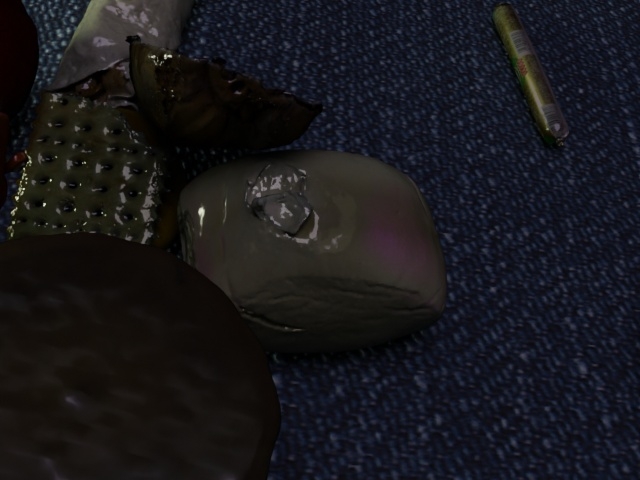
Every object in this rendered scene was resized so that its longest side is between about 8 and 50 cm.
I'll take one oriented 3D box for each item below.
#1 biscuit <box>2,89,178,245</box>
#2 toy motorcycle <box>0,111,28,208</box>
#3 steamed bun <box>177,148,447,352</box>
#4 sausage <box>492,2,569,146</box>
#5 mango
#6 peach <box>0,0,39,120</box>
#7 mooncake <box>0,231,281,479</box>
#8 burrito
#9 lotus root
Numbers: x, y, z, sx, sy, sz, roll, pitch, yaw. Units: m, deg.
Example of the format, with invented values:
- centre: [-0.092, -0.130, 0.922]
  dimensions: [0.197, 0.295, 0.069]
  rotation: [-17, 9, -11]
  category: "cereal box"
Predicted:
- centre: [-0.204, -0.030, 0.735]
  dimensions: [0.143, 0.016, 0.203]
  rotation: [9, 76, 8]
  category: "biscuit"
- centre: [-0.363, -0.084, 0.642]
  dimensions: [0.326, 0.221, 0.148]
  rotation: [56, 17, -4]
  category: "toy motorcycle"
- centre: [0.000, 0.000, 0.721]
  dimensions: [0.238, 0.153, 0.170]
  rotation: [-2, 58, -13]
  category: "steamed bun"
- centre: [0.255, -0.211, 1.028]
  dimensions: [0.032, 0.033, 0.269]
  rotation: [-1, 51, -11]
  category: "sausage"
- centre: [-0.177, -0.053, 0.787]
  dimensions: [0.103, 0.076, 0.161]
  rotation: [-14, 60, -23]
  category: "mango"
- centre: [-0.362, -0.175, 0.790]
  dimensions: [0.197, 0.197, 0.197]
  rotation: [5, 50, -6]
  category: "peach"
- centre: [-0.172, 0.148, 0.565]
  dimensions: [0.290, 0.161, 0.291]
  rotation: [6, 50, -8]
  category: "mooncake"
- centre: [-0.203, -0.286, 0.978]
  dimensions: [0.117, 0.076, 0.392]
  rotation: [16, 51, -6]
  category: "burrito"
- centre: [-0.111, -0.122, 0.767]
  dimensions: [0.167, 0.078, 0.329]
  rotation: [22, 4, -16]
  category: "lotus root"
